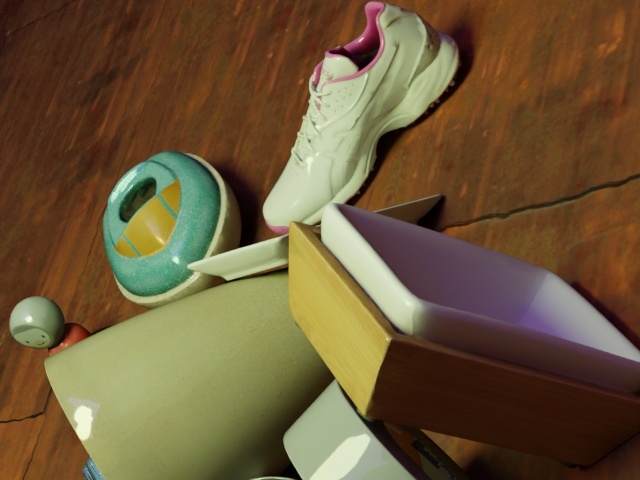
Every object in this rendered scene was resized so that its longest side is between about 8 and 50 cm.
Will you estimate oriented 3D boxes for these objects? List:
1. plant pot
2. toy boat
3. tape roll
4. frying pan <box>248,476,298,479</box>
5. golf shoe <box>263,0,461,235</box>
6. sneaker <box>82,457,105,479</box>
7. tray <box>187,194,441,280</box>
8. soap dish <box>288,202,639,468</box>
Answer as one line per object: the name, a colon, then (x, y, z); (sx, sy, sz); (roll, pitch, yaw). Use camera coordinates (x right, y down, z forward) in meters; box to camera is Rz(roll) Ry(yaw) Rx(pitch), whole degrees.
plant pot: (-0.097, 0.153, 1.700); (0.274, 0.256, 0.256); (-33, 33, -3)
toy boat: (-0.239, 0.029, 2.045); (0.318, 0.148, 0.267); (-49, 33, 3)
tape roll: (0.071, 0.216, 1.415); (0.072, 0.219, 0.219); (-47, 33, 5)
frying pan: (-0.038, 0.384, 1.533); (0.197, 0.053, 0.326); (-6, 81, 23)
golf shoe: (0.020, -0.145, 1.907); (0.306, 0.140, 0.115); (-50, 34, 5)
sneaker: (-0.226, 0.311, 1.823); (0.087, 0.083, 0.221); (-56, 29, 8)
tray: (0.000, 0.000, 1.744); (0.145, 0.270, 0.030); (-15, 90, 42)
soap dish: (0.123, 0.085, 1.441); (0.118, 0.290, 0.229); (-65, 30, 16)
